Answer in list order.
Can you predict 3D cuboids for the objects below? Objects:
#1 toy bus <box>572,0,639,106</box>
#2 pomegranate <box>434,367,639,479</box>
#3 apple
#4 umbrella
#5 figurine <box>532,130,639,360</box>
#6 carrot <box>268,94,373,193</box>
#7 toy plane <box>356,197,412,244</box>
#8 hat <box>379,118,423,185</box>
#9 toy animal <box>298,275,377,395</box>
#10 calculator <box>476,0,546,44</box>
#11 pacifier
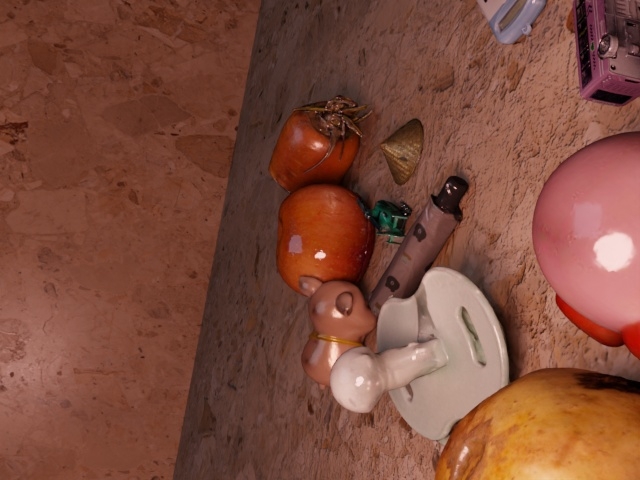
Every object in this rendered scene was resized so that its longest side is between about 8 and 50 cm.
[{"bbox_3d":[0.389,-0.275,1.127,0.098,0.087,0.178,129,147,-65],"label":"toy bus"},{"bbox_3d":[0.258,0.281,0.848,0.322,0.322,0.322,-167,90,-72],"label":"pomegranate"},{"bbox_3d":[0.000,0.000,1.904,0.251,0.206,0.271,131,146,-61],"label":"apple"},{"bbox_3d":[0.182,0.019,1.576,0.337,0.067,0.073,-62,34,35],"label":"umbrella"},{"bbox_3d":[0.334,0.007,0.908,0.270,0.211,0.261,-140,63,-69],"label":"figurine"},{"bbox_3d":[-0.011,-0.231,2.088,0.214,0.193,0.331,-41,-14,-52],"label":"carrot"},{"bbox_3d":[0.135,-0.043,1.696,0.235,0.096,0.060,-118,44,-69],"label":"toy plane"},{"bbox_3d":[0.156,-0.195,1.786,0.146,0.067,0.146,-167,90,-71],"label":"hat"},{"bbox_3d":[0.031,0.204,1.778,0.165,0.149,0.248,13,108,37],"label":"toy animal"},{"bbox_3d":[0.315,-0.435,1.445,0.121,0.039,0.210,-53,50,52],"label":"calculator"},{"bbox_3d":[0.141,0.204,1.287,0.288,0.269,0.343,68,153,17],"label":"pacifier"}]
